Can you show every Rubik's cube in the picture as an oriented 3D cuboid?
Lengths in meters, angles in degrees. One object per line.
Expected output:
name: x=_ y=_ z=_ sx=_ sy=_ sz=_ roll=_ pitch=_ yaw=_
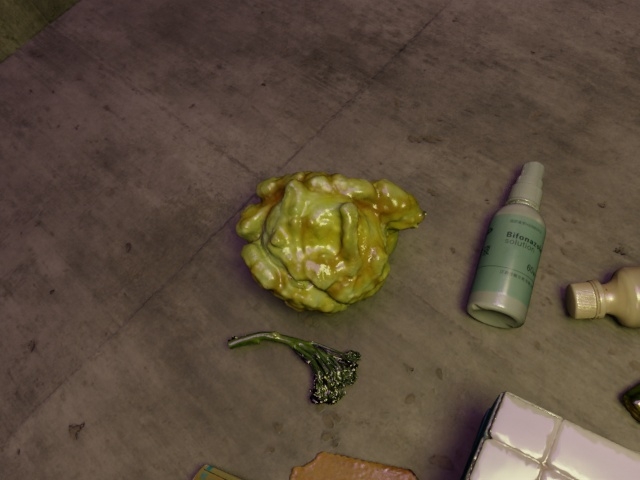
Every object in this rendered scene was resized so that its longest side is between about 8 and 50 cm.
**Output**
Rubik's cube: x=0.327 y=0.396 z=0.822 sx=0.222 sy=0.231 sz=0.224 roll=22 pitch=68 yaw=20

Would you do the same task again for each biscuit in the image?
biscuit: x=0.040 y=0.494 z=0.933 sx=0.237 sy=0.013 sz=0.231 roll=4 pitch=64 yaw=21

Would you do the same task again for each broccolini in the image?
broccolini: x=-0.060 y=0.249 z=1.064 sx=0.272 sy=0.062 sz=0.123 roll=11 pitch=51 yaw=10

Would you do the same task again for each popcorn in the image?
popcorn: x=0.008 y=0.003 z=1.057 sx=0.336 sy=0.274 sz=0.279 roll=20 pitch=71 yaw=19

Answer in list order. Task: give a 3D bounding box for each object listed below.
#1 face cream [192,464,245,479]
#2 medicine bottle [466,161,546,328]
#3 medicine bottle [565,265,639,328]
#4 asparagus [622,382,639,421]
face cream: x=-0.110 y=0.502 z=0.928 sx=0.285 sy=0.067 sz=0.139 roll=13 pitch=68 yaw=23
medicine bottle: x=0.387 y=-0.004 z=1.080 sx=0.110 sy=0.110 sz=0.351 roll=15 pitch=67 yaw=17
medicine bottle: x=0.586 y=0.102 z=0.987 sx=0.253 sy=0.114 sz=0.114 roll=-4 pitch=63 yaw=8
asparagus: x=0.654 y=0.229 z=0.944 sx=0.278 sy=0.060 sz=0.067 roll=-27 pitch=43 yaw=-4
